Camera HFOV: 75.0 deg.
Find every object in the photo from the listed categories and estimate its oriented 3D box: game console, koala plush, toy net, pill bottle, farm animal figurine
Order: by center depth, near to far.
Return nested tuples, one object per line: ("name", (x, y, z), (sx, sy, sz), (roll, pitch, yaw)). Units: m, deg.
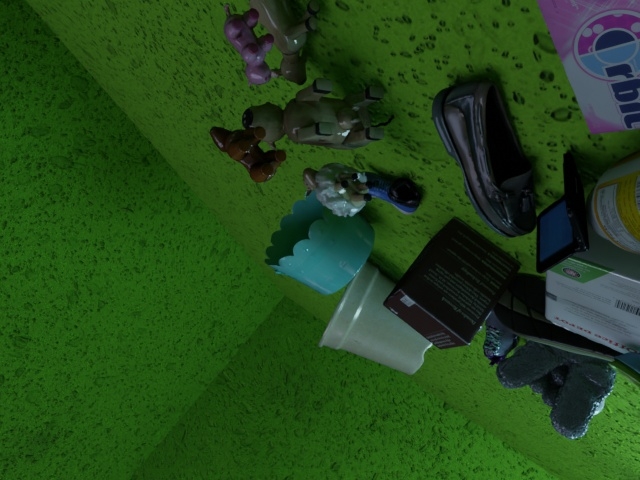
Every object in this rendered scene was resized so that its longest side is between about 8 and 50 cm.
("pill bottle", (0.353, -0.042, 0.415), (0.117, 0.118, 0.208), (38, -174, 11))
("toy net", (0.498, 0.217, 0.542), (0.122, 0.045, 0.232), (40, -176, -3))
("game console", (0.313, -0.036, 0.559), (0.071, 0.122, 0.107), (-13, 129, 37))
("farm animal figurine", (-0.039, -0.233, 0.710), (0.326, 0.330, 0.172), (17, 173, -27))
("koala plush", (0.528, 0.283, 0.917), (0.196, 0.203, 0.221), (42, -173, 29))

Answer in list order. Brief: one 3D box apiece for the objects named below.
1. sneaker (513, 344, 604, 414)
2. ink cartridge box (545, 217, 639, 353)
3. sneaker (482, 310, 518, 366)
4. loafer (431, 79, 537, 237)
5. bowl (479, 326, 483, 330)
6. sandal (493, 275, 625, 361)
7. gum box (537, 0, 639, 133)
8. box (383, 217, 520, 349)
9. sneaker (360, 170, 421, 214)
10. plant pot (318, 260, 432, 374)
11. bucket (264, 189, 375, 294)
("sneaker", (0.588, 0.359, 1.073), (0.232, 0.090, 0.115), (39, 167, 10))
("ink cartridge box", (0.440, 0.071, 0.632), (0.160, 0.092, 0.219), (26, 160, 39))
("sneaker", (0.452, 0.247, 1.060), (0.083, 0.098, 0.224), (24, 157, 44))
("loafer", (0.256, -0.105, 0.598), (0.267, 0.096, 0.084), (50, 156, -22))
("bowl", (0.354, 0.185, 1.113), (0.142, 0.053, 0.142), (53, 179, -4))
("sandal", (0.467, 0.159, 0.782), (0.302, 0.120, 0.086), (22, 169, 47))
("gum box", (0.277, -0.192, 0.367), (0.188, 0.062, 0.107), (48, 162, -25))
("box", (0.270, 0.097, 0.889), (0.167, 0.203, 0.168), (38, 164, 8))
("sneaker", (0.142, -0.113, 0.879), (0.152, 0.058, 0.084), (34, 169, 9))
("plant pot", (0.202, 0.264, 1.350), (0.305, 0.334, 0.334), (27, 162, 8))
("bucket", (0.000, 0.000, 1.136), (0.183, 0.281, 0.281), (38, 166, -21))
